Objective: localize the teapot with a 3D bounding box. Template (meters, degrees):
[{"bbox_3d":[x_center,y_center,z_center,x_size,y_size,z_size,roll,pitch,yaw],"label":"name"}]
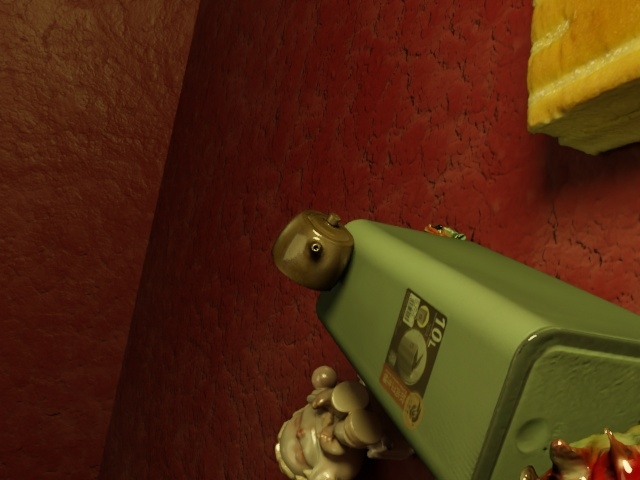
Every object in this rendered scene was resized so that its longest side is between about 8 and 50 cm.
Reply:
[{"bbox_3d":[0.000,0.000,0.709,0.068,0.076,0.121,-57,-1,22],"label":"teapot"}]

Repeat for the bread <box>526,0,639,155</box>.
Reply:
[{"bbox_3d":[0.292,-0.222,0.599,0.246,0.111,0.239,164,115,-65],"label":"bread"}]

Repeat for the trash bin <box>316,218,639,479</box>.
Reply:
[{"bbox_3d":[0.151,0.103,0.662,0.343,0.223,0.158,35,112,63],"label":"trash bin"}]

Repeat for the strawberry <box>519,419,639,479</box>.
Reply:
[{"bbox_3d":[0.239,0.224,0.393,0.150,0.254,0.280,138,133,-57],"label":"strawberry"}]

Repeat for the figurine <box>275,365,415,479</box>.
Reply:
[{"bbox_3d":[0.025,0.259,0.969,0.257,0.145,0.181,-43,65,48],"label":"figurine"}]

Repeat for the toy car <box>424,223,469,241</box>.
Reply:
[{"bbox_3d":[0.141,0.053,0.882,0.073,0.054,0.143,39,115,62],"label":"toy car"}]
